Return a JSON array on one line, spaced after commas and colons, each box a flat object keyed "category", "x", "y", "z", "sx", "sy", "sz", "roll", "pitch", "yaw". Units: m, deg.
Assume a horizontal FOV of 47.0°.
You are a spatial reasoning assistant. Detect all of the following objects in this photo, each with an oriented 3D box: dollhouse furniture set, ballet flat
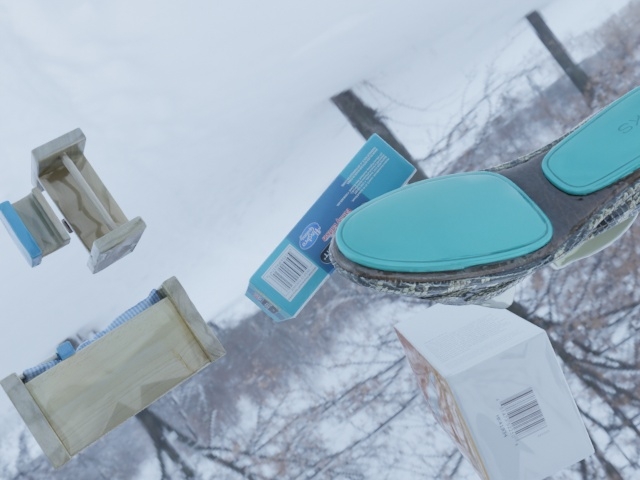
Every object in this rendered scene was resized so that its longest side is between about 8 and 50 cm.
[{"category": "dollhouse furniture set", "x": -0.183, "y": 0.046, "z": 0.529, "sx": 0.129, "sy": 0.183, "sz": 0.129, "roll": -33, "pitch": 179, "yaw": -26}, {"category": "ballet flat", "x": 0.248, "y": -0.022, "z": 0.840, "sx": 0.483, "sy": 0.164, "sz": 0.182, "roll": -25, "pitch": 137, "yaw": -8}]

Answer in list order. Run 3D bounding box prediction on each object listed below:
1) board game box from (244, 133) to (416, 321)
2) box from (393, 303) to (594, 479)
[{"category": "board game box", "x": 0.000, "y": 0.000, "z": 1.097, "sx": 0.254, "sy": 0.079, "sz": 0.336, "roll": -50, "pitch": 180, "yaw": -10}, {"category": "box", "x": 0.273, "y": 0.238, "z": 1.242, "sx": 0.168, "sy": 0.215, "sz": 0.345, "roll": -25, "pitch": -172, "yaw": -3}]
